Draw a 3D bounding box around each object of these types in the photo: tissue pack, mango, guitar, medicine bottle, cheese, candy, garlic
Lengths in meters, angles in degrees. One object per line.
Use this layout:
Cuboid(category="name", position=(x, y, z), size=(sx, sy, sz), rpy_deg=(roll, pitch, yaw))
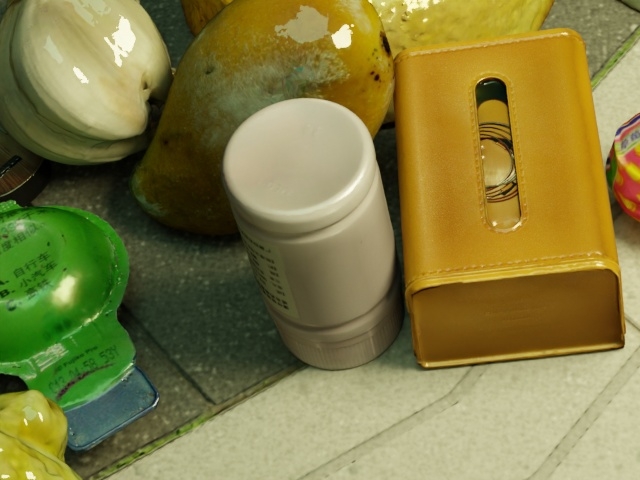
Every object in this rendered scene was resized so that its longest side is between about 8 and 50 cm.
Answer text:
Cuboid(category="tissue pack", position=(0.165, -0.041, 1.525), size=(0.194, 0.145, 0.275), rpy_deg=(-8, 53, 8))
Cuboid(category="mango", position=(-0.060, -0.115, 1.572), size=(0.193, 0.146, 0.316), rpy_deg=(46, 115, -3))
Cuboid(category="guitar", position=(-0.391, -0.114, 1.751), size=(0.271, 0.038, 0.084), rpy_deg=(33, 65, 30))
Cuboid(category="medicine bottle", position=(0.000, 0.000, 1.462), size=(0.133, 0.250, 0.133), rpy_deg=(-6, 54, 9))
Cuboid(category="cheese", position=(-0.260, 0.072, 1.567), size=(0.204, 0.083, 0.320), rpy_deg=(-30, 53, -12))
Cuboid(category="candy", position=(0.387, 0.025, 1.471), size=(0.124, 0.124, 0.365), rpy_deg=(-30, 66, -10))
Cuboid(category="garlic", position=(-0.239, -0.168, 1.677), size=(0.185, 0.203, 0.281), rpy_deg=(-50, 19, 5))

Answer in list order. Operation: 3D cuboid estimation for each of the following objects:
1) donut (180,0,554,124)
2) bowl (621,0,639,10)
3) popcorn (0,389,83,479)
Cuboid(category="donut", position=(0.062, -0.315, 1.724), size=(0.435, 0.163, 0.378), rpy_deg=(-20, 55, -4))
Cuboid(category="bowl", position=(0.417, -0.377, 1.704), size=(0.307, 0.163, 0.307), rpy_deg=(-4, 57, 6))
Cuboid(category="popcorn", position=(-0.274, 0.239, 1.363), size=(0.195, 0.256, 0.255), rpy_deg=(-52, 15, 21))
